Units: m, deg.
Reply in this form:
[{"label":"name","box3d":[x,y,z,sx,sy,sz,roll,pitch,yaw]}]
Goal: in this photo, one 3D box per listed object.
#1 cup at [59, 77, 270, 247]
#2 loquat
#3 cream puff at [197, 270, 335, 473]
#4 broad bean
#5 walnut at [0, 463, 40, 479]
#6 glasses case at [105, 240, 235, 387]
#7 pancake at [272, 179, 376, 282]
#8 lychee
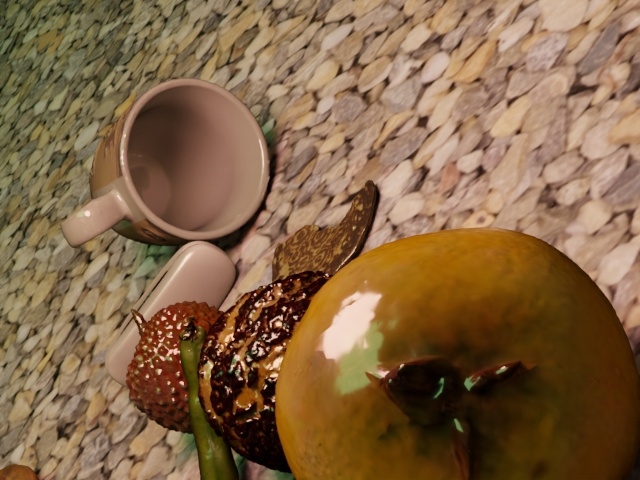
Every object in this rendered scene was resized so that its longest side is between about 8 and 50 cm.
[{"label":"cup","box3d":[-0.251,-0.069,2.387,0.301,0.227,0.257,-35,5,-30]},{"label":"loquat","box3d":[0.128,0.148,1.523,0.328,0.328,0.359,-60,-14,-4]},{"label":"cream puff","box3d":[-0.037,0.143,1.912,0.239,0.165,0.239,-38,32,29]},{"label":"broad bean","box3d":[-0.134,0.214,2.004,0.065,0.046,0.254,-177,76,-86]},{"label":"walnut","box3d":[-0.506,0.416,2.398,0.238,0.141,0.204,-57,19,2]},{"label":"glasses case","box3d":[-0.207,0.104,2.300,0.233,0.092,0.059,-55,30,9]},{"label":"pancake","box3d":[0.000,0.000,2.150,0.190,0.020,0.184,12,73,60]},{"label":"lychee","box3d":[-0.173,0.155,2.112,0.197,0.165,0.165,28,85,20]}]
